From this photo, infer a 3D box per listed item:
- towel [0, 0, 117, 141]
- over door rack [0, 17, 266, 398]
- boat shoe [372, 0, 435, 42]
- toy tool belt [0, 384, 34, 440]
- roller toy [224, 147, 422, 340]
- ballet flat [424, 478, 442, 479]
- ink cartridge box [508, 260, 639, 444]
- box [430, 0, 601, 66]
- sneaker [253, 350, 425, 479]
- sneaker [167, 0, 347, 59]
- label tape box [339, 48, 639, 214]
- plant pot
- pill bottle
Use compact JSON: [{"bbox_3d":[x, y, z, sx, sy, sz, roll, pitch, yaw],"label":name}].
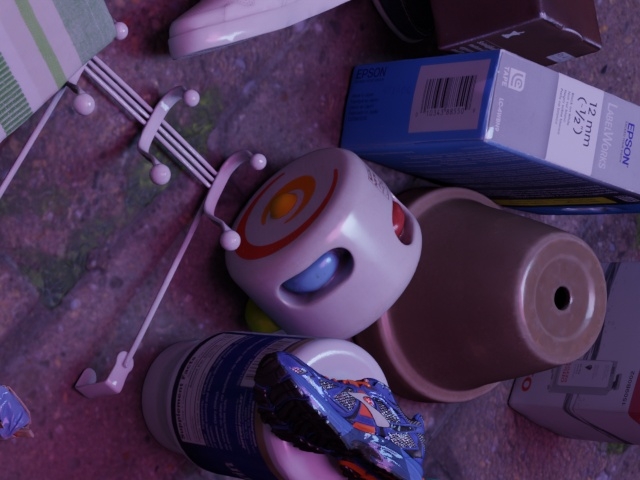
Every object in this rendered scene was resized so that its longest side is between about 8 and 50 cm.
[{"bbox_3d":[-0.337,-0.157,1.525,0.325,0.038,0.248,-45,153,-15],"label":"towel"},{"bbox_3d":[-0.208,-0.031,1.700,0.239,0.108,0.324,44,64,-29],"label":"over door rack"},{"bbox_3d":[0.100,-0.357,1.961,0.095,0.079,0.255,-24,106,-44],"label":"boat shoe"},{"bbox_3d":[-0.317,0.163,1.647,0.052,0.051,0.083,-51,118,-27],"label":"toy tool belt"},{"bbox_3d":[0.000,0.000,1.810,0.146,0.191,0.209,46,64,-28],"label":"roller toy"},{"bbox_3d":[0.098,0.397,1.959,0.247,0.083,0.087,-58,135,-21],"label":"ballet flat"},{"bbox_3d":[0.385,0.139,2.057,0.117,0.283,0.207,29,72,-31],"label":"ink cartridge box"},{"bbox_3d":[0.199,-0.395,1.920,0.191,0.143,0.381,12,65,-60],"label":"box"},{"bbox_3d":[0.020,0.160,1.572,0.221,0.083,0.087,41,53,-36],"label":"sneaker"},{"bbox_3d":[-0.078,-0.306,1.814,0.292,0.108,0.169,-31,107,-44],"label":"sneaker"},{"bbox_3d":[0.236,-0.117,1.959,0.347,0.249,0.115,14,81,-37],"label":"label tape box"},{"bbox_3d":[0.200,0.068,1.945,0.263,0.229,0.263,-1,92,-38],"label":"plant pot"},{"bbox_3d":[-0.063,0.169,1.714,0.153,0.264,0.153,0,91,-37],"label":"pill bottle"}]
